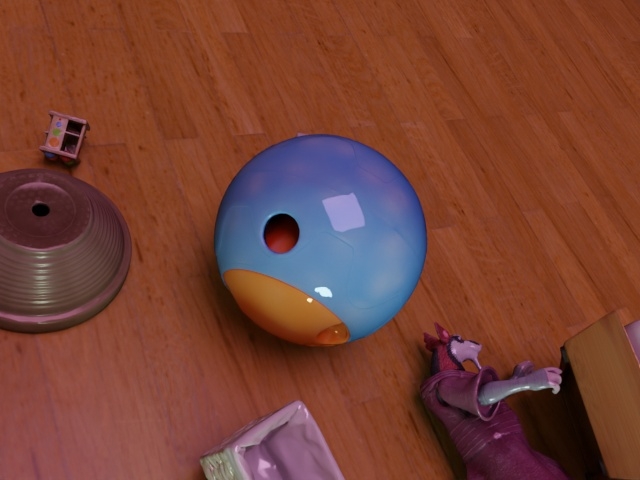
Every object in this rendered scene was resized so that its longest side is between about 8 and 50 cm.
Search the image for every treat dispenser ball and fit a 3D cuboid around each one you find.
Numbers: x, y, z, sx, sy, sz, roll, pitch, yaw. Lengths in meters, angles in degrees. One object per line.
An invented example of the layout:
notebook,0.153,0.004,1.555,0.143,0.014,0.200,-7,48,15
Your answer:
treat dispenser ball,0.000,0.000,0.839,0.288,0.288,0.288,13,55,-19

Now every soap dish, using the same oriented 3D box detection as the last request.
soap dish,0.438,0.257,0.912,0.118,0.291,0.228,-16,62,12

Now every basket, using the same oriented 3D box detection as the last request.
basket,-0.048,0.287,0.701,0.113,0.103,0.167,-24,84,-44

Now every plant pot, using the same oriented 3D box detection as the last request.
plant pot,-0.358,-0.011,0.786,0.237,0.110,0.237,13,55,-20

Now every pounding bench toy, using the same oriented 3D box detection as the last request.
pounding bench toy,-0.375,-0.145,0.905,0.052,0.083,0.065,15,85,-14

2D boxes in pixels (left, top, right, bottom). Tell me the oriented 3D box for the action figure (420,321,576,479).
action figure,0.237,0.290,0.880,0.276,0.248,0.370,-36,59,4

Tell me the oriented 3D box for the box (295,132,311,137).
box,-0.007,-0.109,1.027,0.102,0.101,0.087,9,56,-21
